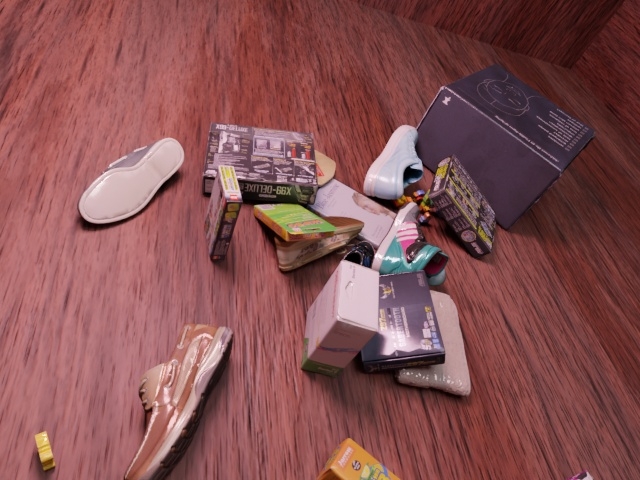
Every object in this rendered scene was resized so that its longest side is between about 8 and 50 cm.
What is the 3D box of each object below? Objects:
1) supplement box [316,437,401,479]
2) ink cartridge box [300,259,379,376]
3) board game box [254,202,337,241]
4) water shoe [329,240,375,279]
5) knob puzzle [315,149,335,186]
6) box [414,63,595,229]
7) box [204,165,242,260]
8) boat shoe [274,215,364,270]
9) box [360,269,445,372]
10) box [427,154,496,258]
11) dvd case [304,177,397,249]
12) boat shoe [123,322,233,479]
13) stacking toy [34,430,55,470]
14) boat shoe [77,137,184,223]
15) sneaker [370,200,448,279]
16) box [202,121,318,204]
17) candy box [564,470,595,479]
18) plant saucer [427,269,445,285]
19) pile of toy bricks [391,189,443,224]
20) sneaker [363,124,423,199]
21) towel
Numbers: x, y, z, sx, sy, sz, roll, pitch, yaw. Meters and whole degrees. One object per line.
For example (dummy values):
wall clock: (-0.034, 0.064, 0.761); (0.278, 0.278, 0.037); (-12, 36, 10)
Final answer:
supplement box: (0.112, 0.472, 0.848); (0.234, 0.080, 0.078); (35, 42, 11)
ink cartridge box: (0.040, 0.169, 0.995); (0.093, 0.212, 0.154); (17, 44, -10)
board game box: (-0.068, -0.048, 1.177); (0.124, 0.039, 0.259); (-6, 18, -25)
water shoe: (0.099, 0.054, 1.225); (0.073, 0.080, 0.203); (34, 44, 7)
knob puzzle: (-0.041, -0.227, 1.450); (0.213, 0.030, 0.213); (12, 44, -11)
box: (0.666, -0.367, 1.727); (0.480, 0.297, 0.472); (43, 45, 15)
box: (-0.229, -0.059, 1.084); (0.036, 0.207, 0.114); (-1, 52, -26)
boat shoe: (0.000, 0.000, 1.235); (0.285, 0.089, 0.105); (-16, 25, -36)
box: (0.177, 0.186, 1.101); (0.184, 0.059, 0.232); (-8, 48, 5)
box: (0.455, -0.110, 1.480); (0.270, 0.060, 0.216); (48, 42, -18)
dvd case: (0.096, -0.088, 1.397); (0.253, 0.022, 0.180); (29, 44, 3)
boat shoe: (-0.263, 0.278, 0.833); (0.117, 0.123, 0.324); (19, 38, 2)
stacking toy: (-0.449, 0.408, 0.660); (0.167, 0.052, 0.221); (-15, 59, -35)
boat shoe: (-0.472, -0.146, 1.153); (0.099, 0.116, 0.319); (0, 39, 36)
sneaker: (0.269, 0.014, 1.291); (0.179, 0.123, 0.295); (22, 50, 15)
box: (-0.168, -0.221, 1.324); (0.308, 0.076, 0.242); (4, 47, -11)
candy box: (0.406, 0.533, 0.873); (0.234, 0.159, 0.071); (-11, 54, -33)
plant saucer: (0.313, 0.076, 1.349); (0.120, 0.021, 0.119); (13, 46, -14)
pile of toy bricks: (0.347, -0.128, 1.492); (0.213, 0.105, 0.118); (-5, 53, -28)
sneaker: (0.274, -0.246, 1.532); (0.150, 0.135, 0.365); (20, 53, 18)
towel: (0.261, 0.237, 1.158); (0.187, 0.049, 0.282); (14, 46, -11)
